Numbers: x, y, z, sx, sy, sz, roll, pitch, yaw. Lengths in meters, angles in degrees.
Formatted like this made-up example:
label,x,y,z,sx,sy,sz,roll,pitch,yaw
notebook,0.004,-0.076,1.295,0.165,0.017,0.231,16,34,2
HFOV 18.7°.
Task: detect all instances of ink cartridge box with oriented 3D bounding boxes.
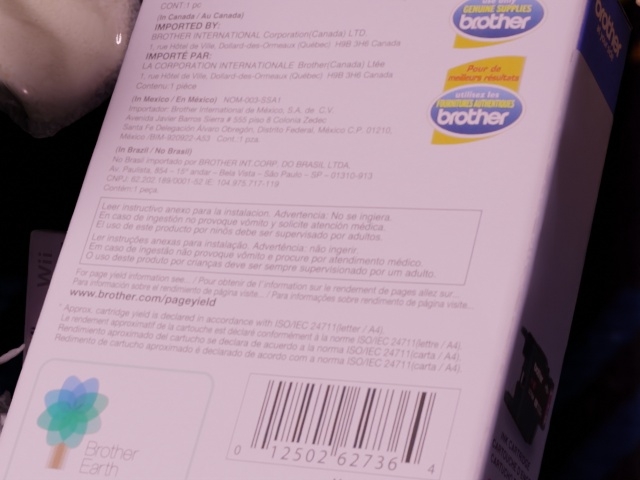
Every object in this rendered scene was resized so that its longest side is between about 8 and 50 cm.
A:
label,x,y,z,sx,sy,sz,roll,pitch,yaw
ink cartridge box,0.000,0.000,0.690,0.186,0.065,0.311,3,67,28

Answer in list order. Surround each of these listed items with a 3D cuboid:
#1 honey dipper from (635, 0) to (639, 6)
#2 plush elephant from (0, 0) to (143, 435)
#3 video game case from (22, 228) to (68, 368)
label,x,y,z,sx,sy,sz,roll,pitch,yaw
honey dipper,0.131,-0.041,0.686,0.030,0.030,0.160,-4,95,29
plush elephant,-0.221,-0.066,0.760,0.272,0.330,0.255,-21,55,25
video game case,-0.072,0.044,0.809,0.122,0.011,0.087,7,96,29
